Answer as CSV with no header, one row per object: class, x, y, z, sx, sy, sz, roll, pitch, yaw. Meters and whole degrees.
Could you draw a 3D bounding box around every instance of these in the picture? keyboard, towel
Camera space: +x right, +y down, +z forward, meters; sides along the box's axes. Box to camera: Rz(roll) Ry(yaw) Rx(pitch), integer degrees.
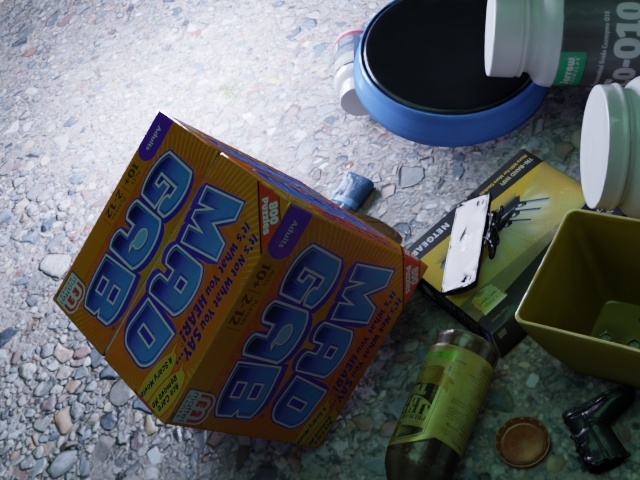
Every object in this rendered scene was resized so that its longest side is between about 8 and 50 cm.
keyboard,0.259,0.009,1.563,0.100,0.038,0.192,-20,44,43
towel,0.049,-0.080,1.842,0.067,0.029,0.119,23,66,36

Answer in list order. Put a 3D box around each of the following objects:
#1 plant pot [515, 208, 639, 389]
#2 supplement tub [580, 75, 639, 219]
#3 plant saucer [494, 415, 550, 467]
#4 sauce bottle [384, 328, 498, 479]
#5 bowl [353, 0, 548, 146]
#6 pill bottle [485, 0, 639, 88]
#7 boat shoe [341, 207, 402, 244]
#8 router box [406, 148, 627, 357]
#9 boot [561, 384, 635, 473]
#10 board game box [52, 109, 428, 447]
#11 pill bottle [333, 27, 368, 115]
plant pot,0.443,0.106,1.388,0.212,0.187,0.212,13,60,37
supplement tub,0.578,-0.141,1.450,0.316,0.228,0.228,2,52,3
plant saucer,0.304,0.304,1.418,0.083,0.013,0.083,-13,50,16
sauce bottle,0.166,0.298,1.422,0.111,0.111,0.344,9,57,31
bowl,0.258,-0.358,1.864,0.391,0.077,0.391,-3,56,4
pill bottle,0.484,-0.376,1.691,0.361,0.204,0.204,2,52,5
boat shoe,0.000,0.000,1.756,0.342,0.123,0.123,16,101,35
router box,0.326,0.013,1.597,0.309,0.081,0.243,-41,48,-10
boot,0.417,0.275,1.367,0.121,0.045,0.099,-26,47,8
board game box,-0.128,0.068,1.507,0.356,0.356,0.356,35,98,41
pill bottle,0.081,-0.354,1.995,0.108,0.108,0.180,-13,50,16
